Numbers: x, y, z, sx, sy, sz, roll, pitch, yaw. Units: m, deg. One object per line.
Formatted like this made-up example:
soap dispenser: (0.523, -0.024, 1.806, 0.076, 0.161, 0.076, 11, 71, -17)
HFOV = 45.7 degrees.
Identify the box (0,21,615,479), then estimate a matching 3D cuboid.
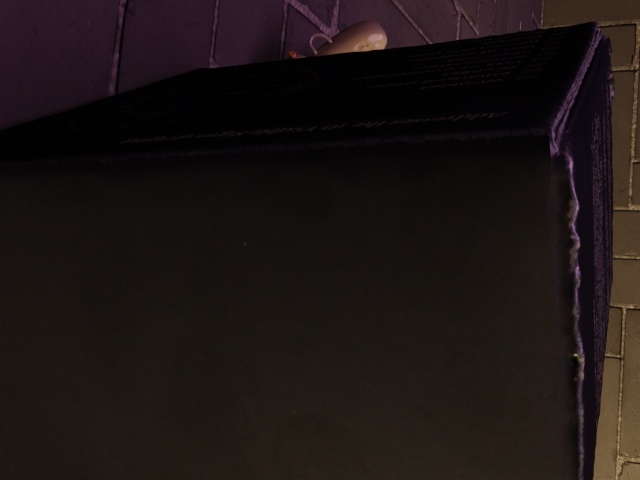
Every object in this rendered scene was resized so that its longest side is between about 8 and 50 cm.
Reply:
box: (0.000, 0.000, 0.679, 0.472, 0.480, 0.297, -41, 126, -60)

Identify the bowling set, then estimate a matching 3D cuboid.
bowling set: (0.021, -0.200, 1.162, 0.154, 0.200, 0.286, -27, 122, -11)
